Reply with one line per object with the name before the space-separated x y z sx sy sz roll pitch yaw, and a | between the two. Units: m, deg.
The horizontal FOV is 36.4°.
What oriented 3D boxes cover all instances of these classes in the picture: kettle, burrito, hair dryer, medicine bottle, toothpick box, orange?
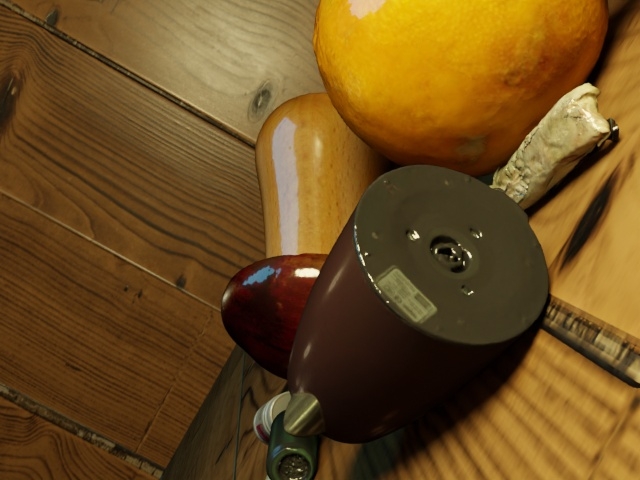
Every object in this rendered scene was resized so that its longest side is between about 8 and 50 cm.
kettle | 0.065 0.054 0.754 0.202 0.144 0.232 -40 -11 -37
burrito | 0.177 -0.064 0.767 0.171 0.042 0.051 120 147 -64
hair dryer | -0.056 0.292 1.091 0.100 0.057 0.198 -80 12 -74
medicine bottle | -0.048 0.227 1.232 0.058 0.058 0.091 -63 6 -25
toothpick box | 0.000 0.000 1.006 0.192 0.192 0.294 127 150 -55
orange | 0.122 -0.182 0.853 0.261 0.261 0.261 -60 6 10

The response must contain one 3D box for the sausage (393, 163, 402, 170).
sausage | 0.087 -0.053 1.179 0.259 0.113 0.113 -52 10 49
